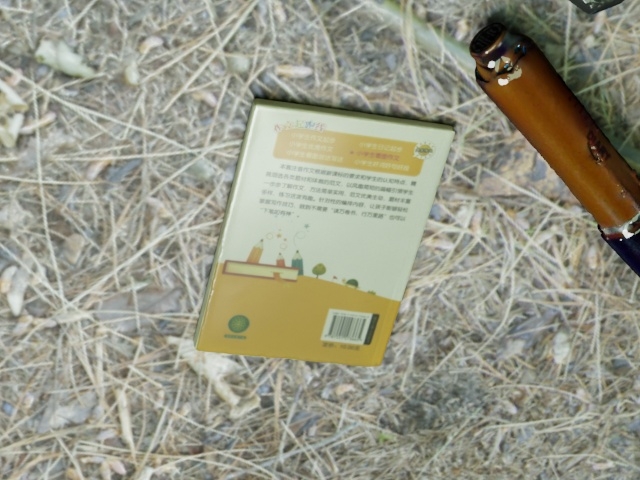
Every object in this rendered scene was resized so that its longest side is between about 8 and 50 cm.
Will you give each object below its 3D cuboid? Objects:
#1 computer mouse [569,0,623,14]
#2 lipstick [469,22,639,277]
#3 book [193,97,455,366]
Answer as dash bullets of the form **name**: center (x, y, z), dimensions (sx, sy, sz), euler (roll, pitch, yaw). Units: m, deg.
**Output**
- **computer mouse**: center (0.264, -0.295, 1.616), dimensions (0.099, 0.057, 0.172), euler (6, 110, -13)
- **lipstick**: center (0.281, -0.062, 1.756), dimensions (0.077, 0.077, 0.418), euler (-37, 121, 13)
- **book**: center (0.000, 0.000, 1.776), dimensions (0.207, 0.020, 0.295), euler (7, 121, -15)
